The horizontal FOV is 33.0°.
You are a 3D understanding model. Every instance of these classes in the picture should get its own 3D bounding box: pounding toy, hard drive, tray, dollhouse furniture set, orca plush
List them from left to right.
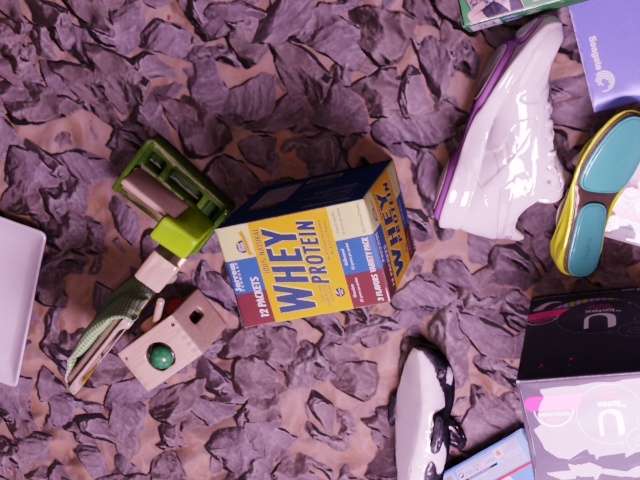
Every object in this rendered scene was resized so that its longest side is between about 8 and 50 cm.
[{"bbox_3d":[-0.501,0.083,1.655,0.145,0.030,0.271,20,112,8],"label":"tray"},{"bbox_3d":[-0.282,0.031,1.491,0.151,0.197,0.301,40,112,-2],"label":"dollhouse furniture set"},{"bbox_3d":[-0.217,0.130,1.537,0.130,0.141,0.100,-36,96,22],"label":"pounding toy"},{"bbox_3d":[0.168,0.292,1.503,0.102,0.151,0.287,3,76,-22],"label":"orca plush"},{"bbox_3d":[0.458,-0.293,1.279,0.318,0.040,0.210,-13,104,18],"label":"hard drive"}]

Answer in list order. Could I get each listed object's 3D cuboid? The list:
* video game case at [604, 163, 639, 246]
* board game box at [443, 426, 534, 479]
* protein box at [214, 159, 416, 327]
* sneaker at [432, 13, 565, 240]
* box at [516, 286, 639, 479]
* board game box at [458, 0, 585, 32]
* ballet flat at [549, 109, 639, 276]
[{"bbox_3d":[0.447,-0.053,1.372,0.157,0.019,0.143,16,111,9],"label":"video game case"},{"bbox_3d":[0.273,0.392,1.511,0.160,0.039,0.212,-35,72,22],"label":"board game box"},{"bbox_3d":[0.000,0.000,1.406,0.199,0.201,0.136,-11,105,18],"label":"protein box"},{"bbox_3d":[0.254,-0.135,1.357,0.152,0.114,0.305,20,121,0],"label":"sneaker"},{"bbox_3d":[0.341,0.172,1.338,0.165,0.270,0.143,-8,106,16],"label":"box"},{"bbox_3d":[0.300,-0.388,1.255,0.317,0.046,0.214,-12,87,18],"label":"board game box"},{"bbox_3d":[0.340,-0.066,1.365,0.077,0.077,0.231,6,115,-17],"label":"ballet flat"}]
